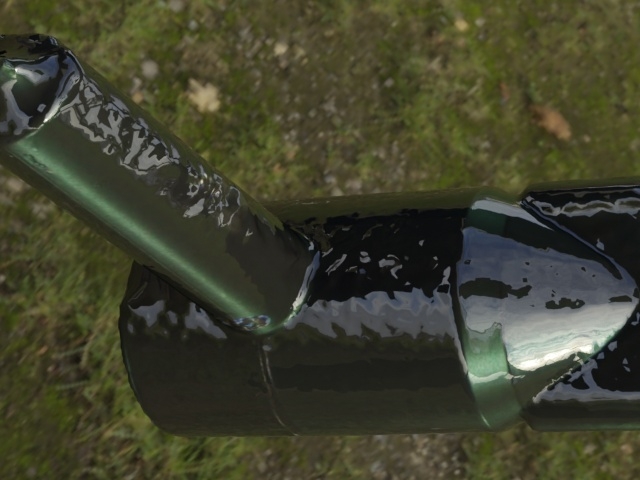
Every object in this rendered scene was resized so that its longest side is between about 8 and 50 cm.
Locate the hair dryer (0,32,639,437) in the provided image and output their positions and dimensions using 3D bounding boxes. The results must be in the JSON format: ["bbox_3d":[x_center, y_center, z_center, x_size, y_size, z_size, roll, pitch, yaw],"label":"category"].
[{"bbox_3d":[0.000,0.000,0.482,0.302,0.244,0.116,39,50,-58],"label":"hair dryer"}]
